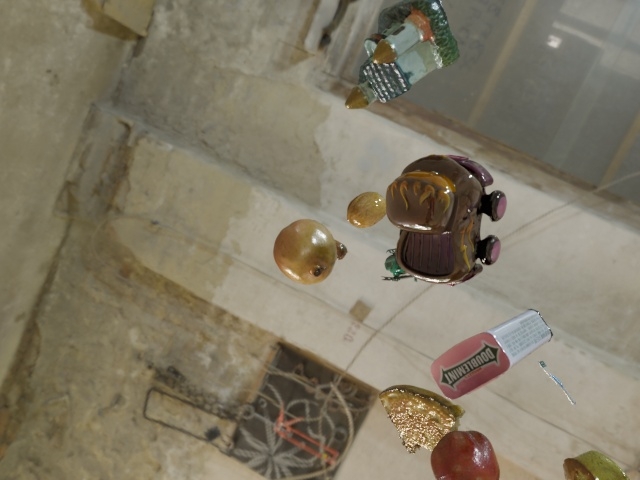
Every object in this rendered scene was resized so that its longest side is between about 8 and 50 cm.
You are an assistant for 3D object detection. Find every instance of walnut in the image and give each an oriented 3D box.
[{"bbox_3d":[0.186,-0.123,2.456,0.180,0.144,0.144,-26,160,-11],"label":"walnut"}]

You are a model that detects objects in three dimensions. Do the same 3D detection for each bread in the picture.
[{"bbox_3d":[0.902,0.817,1.965,0.148,0.269,0.270,-21,161,-6],"label":"bread"}]

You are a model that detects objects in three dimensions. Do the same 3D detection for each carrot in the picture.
[{"bbox_3d":[0.000,0.000,1.902,0.060,0.186,0.060,-58,-176,6],"label":"carrot"}]

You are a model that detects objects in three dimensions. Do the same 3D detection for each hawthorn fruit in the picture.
[{"bbox_3d":[0.350,0.554,1.459,0.188,0.169,0.168,-102,-154,-53],"label":"hawthorn fruit"}]

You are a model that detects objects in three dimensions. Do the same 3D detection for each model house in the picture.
[{"bbox_3d":[0.161,-0.436,1.494,0.291,0.184,0.253,-43,-154,-9],"label":"model house"}]

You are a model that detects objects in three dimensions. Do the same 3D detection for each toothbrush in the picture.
[{"bbox_3d":[0.619,0.373,1.592,0.017,0.162,0.014,-27,-163,48],"label":"toothbrush"}]

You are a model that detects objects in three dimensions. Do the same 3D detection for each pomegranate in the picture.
[{"bbox_3d":[-0.039,0.035,1.743,0.191,0.191,0.191,-60,169,-20],"label":"pomegranate"}]

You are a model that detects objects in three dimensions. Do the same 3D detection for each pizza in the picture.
[{"bbox_3d":[0.308,0.527,1.780,0.090,0.324,0.222,-20,99,-34],"label":"pizza"}]

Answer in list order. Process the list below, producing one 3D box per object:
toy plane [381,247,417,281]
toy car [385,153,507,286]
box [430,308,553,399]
[{"bbox_3d":[0.233,0.074,1.765,0.235,0.060,0.096,164,-58,-72],"label":"toy plane"},{"bbox_3d":[0.281,-0.040,1.488,0.240,0.272,0.340,-19,115,-48],"label":"toy car"},{"bbox_3d":[0.429,0.269,1.501,0.190,0.112,0.370,-38,163,29],"label":"box"}]
